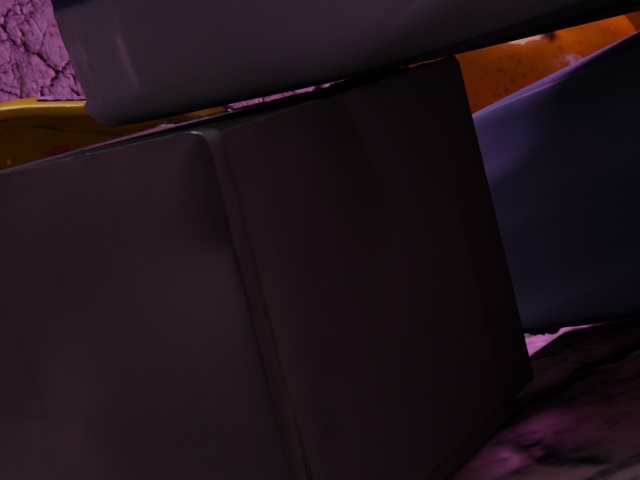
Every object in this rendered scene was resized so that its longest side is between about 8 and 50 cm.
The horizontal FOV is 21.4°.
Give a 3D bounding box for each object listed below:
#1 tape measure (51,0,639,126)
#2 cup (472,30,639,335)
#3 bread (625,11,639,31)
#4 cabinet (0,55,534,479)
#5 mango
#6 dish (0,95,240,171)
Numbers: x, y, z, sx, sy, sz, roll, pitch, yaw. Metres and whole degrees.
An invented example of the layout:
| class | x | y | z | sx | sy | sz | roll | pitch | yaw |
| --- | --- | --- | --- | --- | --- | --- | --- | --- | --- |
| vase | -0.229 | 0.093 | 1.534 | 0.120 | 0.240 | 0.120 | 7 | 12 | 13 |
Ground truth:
| class | x | y | z | sx | sy | sz | roll | pitch | yaw |
| --- | --- | --- | --- | --- | --- | --- | --- | --- | --- |
| tape measure | 0.046 | -0.139 | 0.634 | 0.262 | 0.138 | 0.259 | -19 | 10 | -40 |
| cup | 0.170 | -0.032 | 0.705 | 0.134 | 0.148 | 0.236 | 5 | -21 | -45 |
| bread | 0.343 | -0.208 | 1.481 | 0.288 | 0.204 | 0.156 | -13 | 2 | 17 |
| cabinet | -0.034 | 0.029 | 0.613 | 0.145 | 0.150 | 0.206 | -10 | 8 | 27 |
| mango | 0.132 | -0.123 | 1.344 | 0.191 | 0.159 | 0.290 | 19 | -10 | -15 |
| dish | -0.159 | -0.031 | 1.281 | 0.263 | 0.221 | 0.108 | -10 | 30 | 6 |
